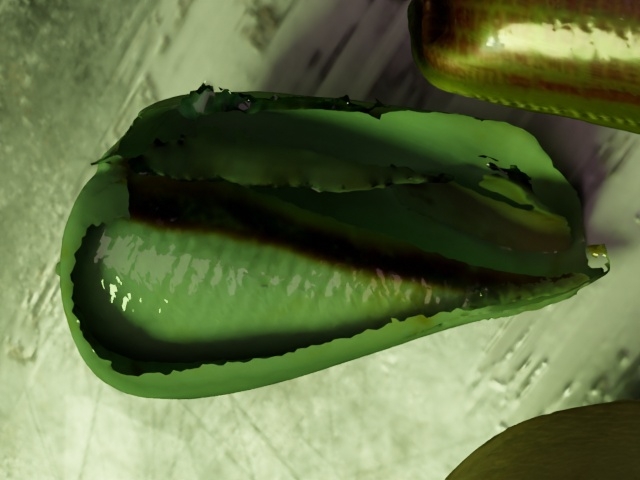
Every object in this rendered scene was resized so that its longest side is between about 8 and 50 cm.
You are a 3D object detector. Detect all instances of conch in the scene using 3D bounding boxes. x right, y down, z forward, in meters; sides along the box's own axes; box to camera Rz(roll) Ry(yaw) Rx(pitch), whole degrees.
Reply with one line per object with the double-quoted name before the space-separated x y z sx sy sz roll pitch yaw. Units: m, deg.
"conch" -0.013 -0.008 0.745 0.251 0.137 0.143 -17 92 31

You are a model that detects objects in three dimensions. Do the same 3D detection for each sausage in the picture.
"sausage" 0.155 -0.093 0.648 0.317 0.117 0.125 12 104 29

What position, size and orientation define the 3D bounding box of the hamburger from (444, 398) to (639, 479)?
"hamburger" 0.152 0.211 0.678 0.300 0.176 0.300 7 104 29
